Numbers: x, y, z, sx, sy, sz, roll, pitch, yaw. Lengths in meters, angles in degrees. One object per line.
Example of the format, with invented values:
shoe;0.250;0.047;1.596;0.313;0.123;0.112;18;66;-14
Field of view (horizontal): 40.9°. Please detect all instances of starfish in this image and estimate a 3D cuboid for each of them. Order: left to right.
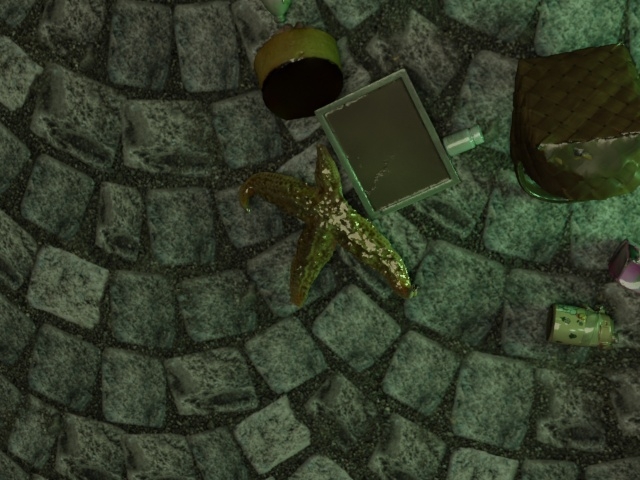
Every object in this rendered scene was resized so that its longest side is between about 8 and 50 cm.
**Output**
starfish;0.000;0.000;2.001;0.324;0.082;0.432;-30;92;24

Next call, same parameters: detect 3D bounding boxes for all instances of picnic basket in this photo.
picnic basket;0.536;-0.189;1.754;0.292;0.337;0.337;-7;100;10

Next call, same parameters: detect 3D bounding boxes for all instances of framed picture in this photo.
framed picture;0.151;-0.211;1.929;0.231;0.018;0.293;-23;108;18

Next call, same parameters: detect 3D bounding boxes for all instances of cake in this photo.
cake;-0.058;-0.396;1.908;0.208;0.185;0.178;-53;43;37

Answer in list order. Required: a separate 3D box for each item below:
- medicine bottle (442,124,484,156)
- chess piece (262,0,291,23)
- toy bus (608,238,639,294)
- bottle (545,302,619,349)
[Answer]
medicine bottle;0.316;-0.220;1.897;0.083;0.047;0.047;-22;95;17
chess piece;-0.107;-0.620;1.905;0.139;0.139;0.272;-1;113;15
toy bus;0.749;0.100;1.815;0.274;0.112;0.090;28;114;9
bottle;0.579;0.189;1.891;0.152;0.099;0.099;7;103;7
